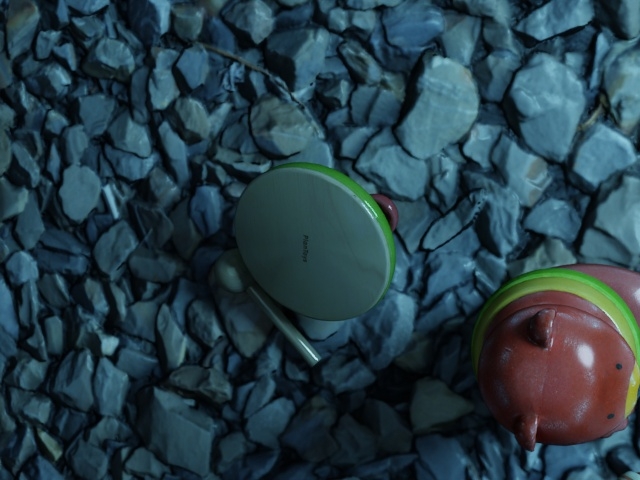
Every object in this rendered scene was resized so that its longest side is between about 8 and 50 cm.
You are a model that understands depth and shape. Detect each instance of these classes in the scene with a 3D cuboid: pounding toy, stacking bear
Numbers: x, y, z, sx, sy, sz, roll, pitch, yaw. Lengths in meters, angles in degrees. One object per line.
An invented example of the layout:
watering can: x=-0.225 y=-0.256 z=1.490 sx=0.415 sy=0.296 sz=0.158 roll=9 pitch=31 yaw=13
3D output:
pounding toy: x=0.000 y=0.000 z=0.909 sx=0.183 sy=0.110 sz=0.237 roll=39 pitch=131 yaw=4
stacking bear: x=0.210 y=0.103 z=0.722 sx=0.164 sy=0.289 sz=0.175 roll=16 pitch=95 yaw=18

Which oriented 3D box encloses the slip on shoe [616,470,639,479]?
slip on shoe: x=0.431 y=0.302 z=0.752 sx=0.331 sy=0.123 sz=0.101 roll=26 pitch=66 yaw=22
